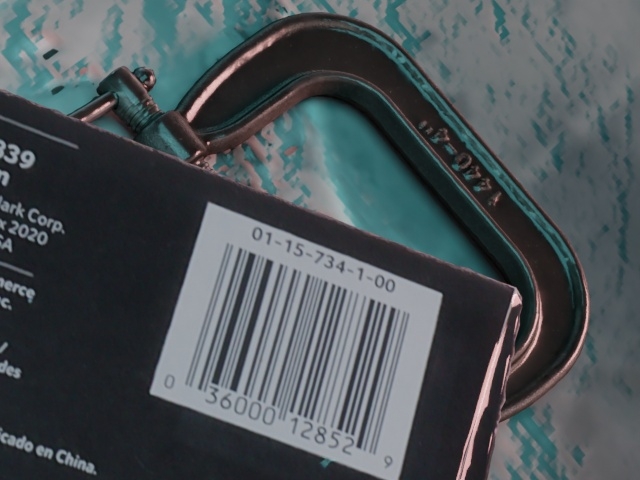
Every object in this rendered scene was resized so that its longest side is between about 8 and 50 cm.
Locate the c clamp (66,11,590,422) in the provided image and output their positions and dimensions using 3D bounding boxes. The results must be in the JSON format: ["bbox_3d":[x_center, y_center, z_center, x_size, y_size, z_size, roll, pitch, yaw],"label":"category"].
[{"bbox_3d":[0.000,0.000,0.535,0.161,0.022,0.137,44,58,2],"label":"c clamp"}]

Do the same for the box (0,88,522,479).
[{"bbox_3d":[-0.106,0.056,0.406,0.247,0.142,0.163,21,64,-13],"label":"box"}]
